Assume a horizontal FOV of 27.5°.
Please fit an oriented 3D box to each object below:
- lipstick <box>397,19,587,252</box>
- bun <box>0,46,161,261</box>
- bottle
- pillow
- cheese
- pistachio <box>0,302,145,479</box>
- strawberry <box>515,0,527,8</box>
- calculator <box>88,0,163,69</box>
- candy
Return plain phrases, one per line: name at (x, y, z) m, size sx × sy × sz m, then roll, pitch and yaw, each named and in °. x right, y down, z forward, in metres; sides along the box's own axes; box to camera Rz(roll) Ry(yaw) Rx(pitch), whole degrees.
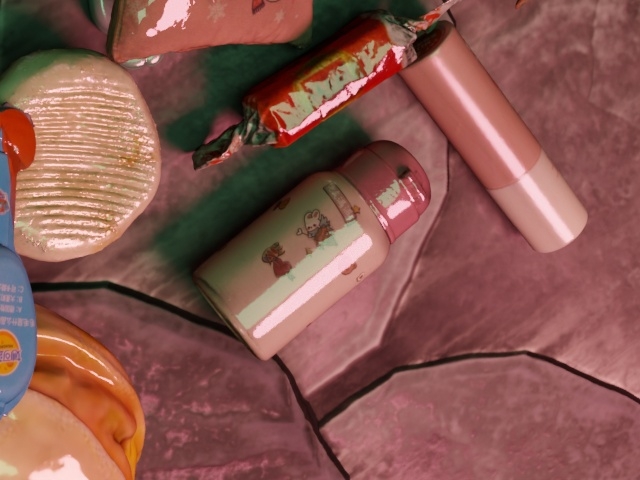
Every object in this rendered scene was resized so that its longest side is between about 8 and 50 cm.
lipstick at (0.169, -0.098, 1.281) m, size 0.070 × 0.070 × 0.254 m, roll -44°, pitch 116°, yaw -6°
bun at (-0.227, -0.072, 1.105) m, size 0.183 × 0.102 × 0.183 m, roll -7°, pitch 102°, yaw -36°
bottle at (0.000, 0.000, 1.219) m, size 0.233 × 0.110 × 0.110 m, roll -40°, pitch 116°, yaw -8°
pillow at (-0.083, -0.269, 1.104) m, size 0.223 × 0.084 × 0.236 m, roll -10°, pitch 112°, yaw -45°
cheese at (-0.249, 0.018, 0.983) m, size 0.106 × 0.037 × 0.256 m, roll 15°, pitch 73°, yaw -60°
pistachio at (-0.282, 0.164, 1.100) m, size 0.309 × 0.230 × 0.230 m, roll 37°, pitch 89°, yaw -34°
strawberry at (0.252, -0.396, 1.145) m, size 0.292 × 0.292 × 0.343 m, roll -12°, pitch 94°, yaw -19°
calculator at (-0.155, -0.225, 1.139) m, size 0.095 × 0.021 × 0.153 m, roll -2°, pitch 102°, yaw -22°
candy at (0.005, -0.147, 1.190) m, size 0.292 × 0.086 × 0.059 m, roll -35°, pitch 105°, yaw -9°
